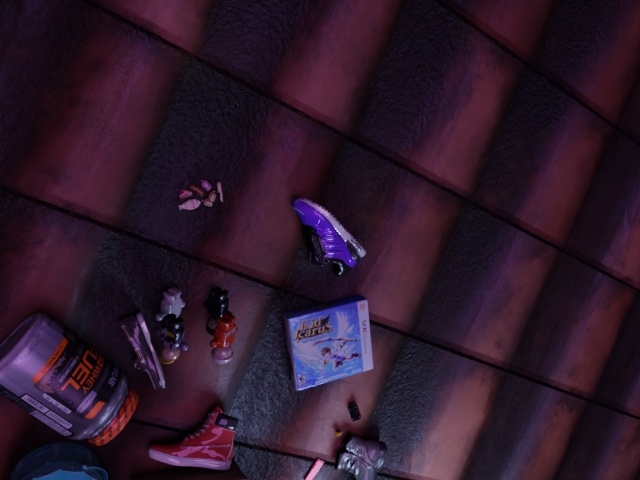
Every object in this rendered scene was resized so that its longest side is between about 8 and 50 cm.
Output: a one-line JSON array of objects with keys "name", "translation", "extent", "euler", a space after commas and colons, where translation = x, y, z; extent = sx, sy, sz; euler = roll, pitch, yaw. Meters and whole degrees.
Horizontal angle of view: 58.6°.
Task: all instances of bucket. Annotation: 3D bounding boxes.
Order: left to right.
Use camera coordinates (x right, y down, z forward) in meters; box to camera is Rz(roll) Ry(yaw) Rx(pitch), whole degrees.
[{"name": "bucket", "translation": [-0.692, 0.683, 1.493], "extent": [0.282, 0.183, 0.280], "euler": [-5, 104, -22]}]

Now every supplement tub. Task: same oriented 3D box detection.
[{"name": "supplement tub", "translation": [-0.641, 0.356, 1.432], "extent": [0.207, 0.207, 0.338], "euler": [-47, 115, -8]}]

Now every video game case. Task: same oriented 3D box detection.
[{"name": "video game case", "translation": [0.028, 0.319, 1.793], "extent": [0.270, 0.061, 0.244], "euler": [-12, 105, -20]}]

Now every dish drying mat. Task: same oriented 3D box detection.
[{"name": "dish drying mat", "translation": [-0.021, 0.766, 1.896], "extent": [0.032, 0.008, 0.083], "euler": [35, 86, -26]}]

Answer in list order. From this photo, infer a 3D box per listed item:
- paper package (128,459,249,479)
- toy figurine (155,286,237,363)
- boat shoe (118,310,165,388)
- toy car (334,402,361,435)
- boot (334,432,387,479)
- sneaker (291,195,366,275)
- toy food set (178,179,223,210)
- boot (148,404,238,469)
[{"name": "paper package", "translation": [-0.372, 0.828, 1.645], "extent": [0.325, 0.168, 0.309], "euler": [-2, 91, -23]}, {"name": "toy figurine", "translation": [-0.336, 0.233, 1.539], "extent": [0.210, 0.213, 0.148], "euler": [0, 117, -20]}, {"name": "boat shoe", "translation": [-0.486, 0.309, 1.562], "extent": [0.069, 0.081, 0.227], "euler": [-19, 101, -16]}, {"name": "toy car", "translation": [0.087, 0.595, 1.902], "extent": [0.122, 0.060, 0.040], "euler": [-40, 159, 7]}, {"name": "boot", "translation": [0.115, 0.776, 1.928], "extent": [0.161, 0.083, 0.246], "euler": [18, 88, -19]}, {"name": "sneaker", "translation": [0.001, 0.000, 1.689], "extent": [0.293, 0.102, 0.146], "euler": [44, 83, -25]}, {"name": "toy food set", "translation": [-0.333, -0.128, 1.566], "extent": [0.122, 0.019, 0.077], "euler": [-9, 104, -14]}, {"name": "boot", "translation": [-0.370, 0.566, 1.672], "extent": [0.245, 0.088, 0.176], "euler": [11, 82, -17]}]
